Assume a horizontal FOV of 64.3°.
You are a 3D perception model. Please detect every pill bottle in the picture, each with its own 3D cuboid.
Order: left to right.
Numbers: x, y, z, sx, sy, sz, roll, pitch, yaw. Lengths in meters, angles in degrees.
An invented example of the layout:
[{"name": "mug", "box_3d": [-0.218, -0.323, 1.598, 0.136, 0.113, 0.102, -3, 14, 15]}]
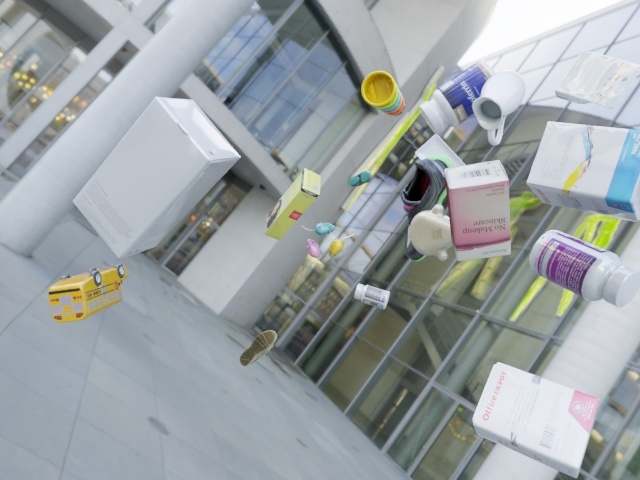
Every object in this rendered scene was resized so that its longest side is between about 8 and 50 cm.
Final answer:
[{"name": "pill bottle", "box_3d": [0.215, 0.232, 2.130, 0.137, 0.078, 0.078, 17, -14, 12]}, {"name": "pill bottle", "box_3d": [0.496, -0.503, 1.815, 0.153, 0.265, 0.153, 53, 13, -18]}, {"name": "pill bottle", "box_3d": [0.851, 0.093, 1.647, 0.169, 0.169, 0.301, 46, -6, -39]}]

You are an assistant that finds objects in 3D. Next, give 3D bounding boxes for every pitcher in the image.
[{"name": "pitcher", "box_3d": [0.550, -0.410, 1.563, 0.126, 0.207, 0.177, 10, -43, 37]}]

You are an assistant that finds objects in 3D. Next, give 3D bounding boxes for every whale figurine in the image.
[{"name": "whale figurine", "box_3d": [0.473, -0.033, 1.936, 0.141, 0.216, 0.272, -8, 2, -40]}]

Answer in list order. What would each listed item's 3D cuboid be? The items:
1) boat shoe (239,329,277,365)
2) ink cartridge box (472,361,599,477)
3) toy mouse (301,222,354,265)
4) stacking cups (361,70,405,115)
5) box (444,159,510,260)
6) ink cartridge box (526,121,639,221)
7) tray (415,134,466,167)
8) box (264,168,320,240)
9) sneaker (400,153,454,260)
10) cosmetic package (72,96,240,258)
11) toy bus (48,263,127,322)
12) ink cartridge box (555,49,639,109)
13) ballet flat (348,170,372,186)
[{"name": "boat shoe", "box_3d": [-0.194, 0.348, 1.643, 0.056, 0.153, 0.048, 46, 8, 26]}, {"name": "ink cartridge box", "box_3d": [0.606, 0.499, 1.442, 0.283, 0.207, 0.117, 16, -27, 33]}, {"name": "toy mouse", "box_3d": [0.000, 0.000, 1.544, 0.143, 0.161, 0.031, 39, 8, -9]}, {"name": "stacking cups", "box_3d": [0.208, -0.424, 1.516, 0.096, 0.096, 0.316, 36, 16, 13]}, {"name": "box", "box_3d": [0.424, -0.078, 1.372, 0.126, 0.149, 0.232, -80, 159, -57]}, {"name": "ink cartridge box", "box_3d": [0.763, -0.195, 1.430, 0.270, 0.197, 0.198, 18, -2, 39]}, {"name": "tray", "box_3d": [0.621, -0.392, 2.574, 0.270, 0.145, 0.030, 48, 9, 4]}, {"name": "box", "box_3d": [-0.085, -0.101, 1.484, 0.058, 0.087, 0.232, 24, -47, -23]}, {"name": "sneaker", "box_3d": [0.418, -0.140, 2.180, 0.202, 0.482, 0.185, -5, 25, -27]}, {"name": "cosmetic package", "box_3d": [-0.397, -0.147, 1.225, 0.197, 0.365, 0.155, 52, 22, 3]}, {"name": "toy bus", "box_3d": [-0.718, 0.157, 1.607, 0.332, 0.108, 0.130, -85, 167, -86]}, {"name": "ink cartridge box", "box_3d": [0.794, -0.455, 1.456, 0.179, 0.145, 0.045, 37, 7, 37]}, {"name": "ballet flat", "box_3d": [0.138, -0.198, 1.629, 0.041, 0.041, 0.114, 42, -28, -21]}]
